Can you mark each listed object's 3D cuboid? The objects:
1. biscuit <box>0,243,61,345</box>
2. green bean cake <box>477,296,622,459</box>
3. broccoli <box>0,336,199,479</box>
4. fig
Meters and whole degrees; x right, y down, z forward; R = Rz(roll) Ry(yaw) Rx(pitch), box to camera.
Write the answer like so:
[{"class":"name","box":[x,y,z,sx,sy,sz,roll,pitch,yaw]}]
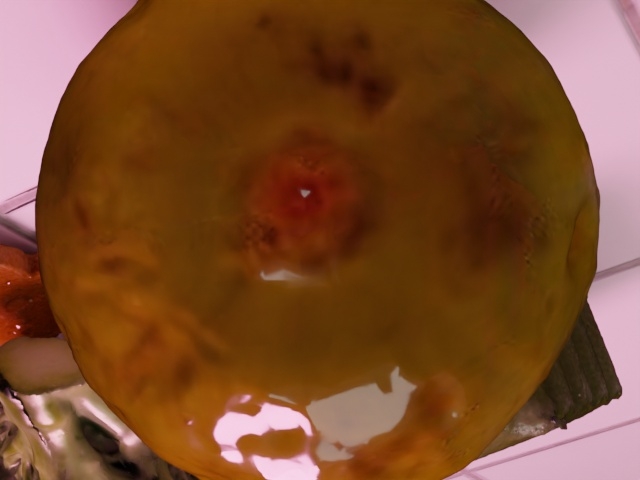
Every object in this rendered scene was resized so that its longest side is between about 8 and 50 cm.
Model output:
[{"class":"biscuit","box":[-0.249,0.047,1.031,0.280,0.043,0.183,-2,157,-24]},{"class":"green bean cake","box":[0.128,0.135,1.139,0.247,0.156,0.250,-29,165,31]},{"class":"broccoli","box":[-0.200,0.155,1.067,0.288,0.248,0.245,-2,136,8]},{"class":"fig","box":[-0.001,-0.011,0.738,0.343,0.343,0.343,-8,152,-4]}]
